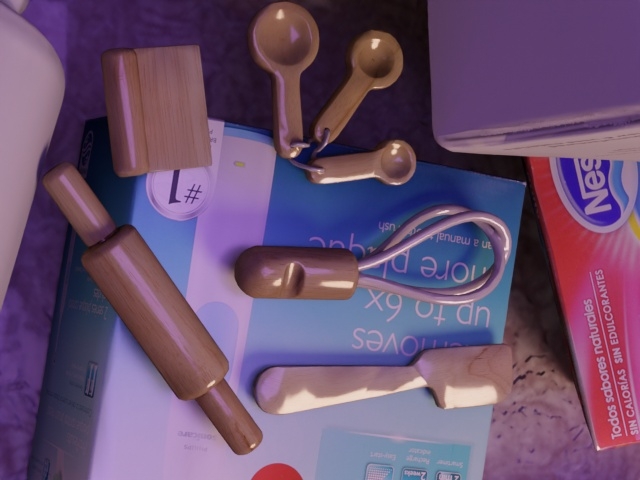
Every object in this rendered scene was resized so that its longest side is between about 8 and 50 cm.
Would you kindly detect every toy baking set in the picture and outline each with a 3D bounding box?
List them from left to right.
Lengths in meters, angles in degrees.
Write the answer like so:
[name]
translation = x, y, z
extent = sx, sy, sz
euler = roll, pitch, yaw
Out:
[toy baking set]
translation = -0.006, 0.003, 0.733
extent = 0.197, 0.030, 0.256
euler = -34, 102, -19

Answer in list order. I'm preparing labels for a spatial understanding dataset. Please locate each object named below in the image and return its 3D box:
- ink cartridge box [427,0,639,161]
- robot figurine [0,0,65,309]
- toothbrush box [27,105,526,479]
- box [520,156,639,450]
[ink cartridge box]
translation = 0.188, -0.148, 0.650
extent = 0.306, 0.131, 0.226
euler = -2, 87, -42
[robot figurine]
translation = -0.236, -0.004, 0.674
extent = 0.300, 0.200, 0.353
euler = 34, 67, -58
[toothbrush box]
translation = -0.032, 0.094, 0.810
extent = 0.216, 0.126, 0.295
euler = 11, 88, -23
[box]
translation = 0.185, -0.053, 0.862
extent = 0.142, 0.154, 0.299
euler = -13, 96, 7
